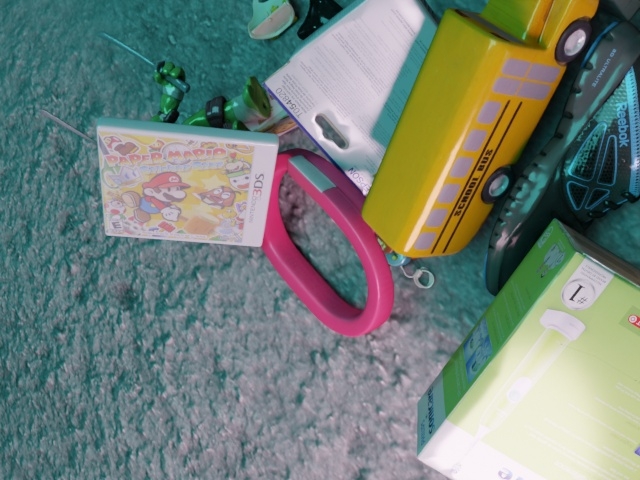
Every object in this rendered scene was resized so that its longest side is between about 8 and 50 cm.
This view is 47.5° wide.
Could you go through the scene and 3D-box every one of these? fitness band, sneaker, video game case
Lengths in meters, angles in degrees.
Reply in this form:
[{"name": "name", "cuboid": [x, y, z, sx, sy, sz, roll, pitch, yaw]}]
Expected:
[{"name": "fitness band", "cuboid": [0.000, 0.000, 1.013, 0.291, 0.054, 0.209, 49, 143, 26]}, {"name": "sneaker", "cuboid": [0.298, -0.063, 0.817, 0.139, 0.125, 0.341, 30, 114, 12]}, {"name": "video game case", "cuboid": [-0.180, -0.071, 0.985, 0.206, 0.226, 0.026, 104, 167, -48]}]

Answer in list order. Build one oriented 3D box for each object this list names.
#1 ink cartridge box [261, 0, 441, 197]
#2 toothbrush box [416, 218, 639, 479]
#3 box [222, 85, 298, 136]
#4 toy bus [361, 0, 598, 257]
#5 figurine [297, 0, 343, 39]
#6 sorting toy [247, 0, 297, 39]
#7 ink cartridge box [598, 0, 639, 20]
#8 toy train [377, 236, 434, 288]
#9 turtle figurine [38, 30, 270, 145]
[{"name": "ink cartridge box", "cuboid": [0.078, -0.192, 0.934, 0.224, 0.045, 0.223, -31, 116, 27]}, {"name": "toothbrush box", "cuboid": [0.264, 0.155, 0.787, 0.206, 0.122, 0.283, 30, 108, -3]}, {"name": "box", "cuboid": [-0.113, -0.180, 1.130, 0.323, 0.067, 0.063, -22, 78, 31]}, {"name": "toy bus", "cuboid": [0.170, -0.145, 0.823, 0.108, 0.130, 0.333, 50, 130, 40]}, {"name": "figurine", "cuboid": [0.072, -0.356, 0.999, 0.209, 0.092, 0.215, 27, 103, 35]}, {"name": "sorting toy", "cuboid": [-0.076, -0.360, 1.124, 0.083, 0.044, 0.075, -32, 65, 30]}, {"name": "ink cartridge box", "cuboid": [0.253, -0.327, 0.788, 0.181, 0.224, 0.056, 42, 109, 27]}, {"name": "toy train", "cuboid": [0.132, -0.024, 0.974, 0.125, 0.046, 0.166, 29, 105, 31]}, {"name": "turtle figurine", "cuboid": [-0.225, -0.174, 1.033, 0.266, 0.198, 0.275, -8, 110, 23]}]
